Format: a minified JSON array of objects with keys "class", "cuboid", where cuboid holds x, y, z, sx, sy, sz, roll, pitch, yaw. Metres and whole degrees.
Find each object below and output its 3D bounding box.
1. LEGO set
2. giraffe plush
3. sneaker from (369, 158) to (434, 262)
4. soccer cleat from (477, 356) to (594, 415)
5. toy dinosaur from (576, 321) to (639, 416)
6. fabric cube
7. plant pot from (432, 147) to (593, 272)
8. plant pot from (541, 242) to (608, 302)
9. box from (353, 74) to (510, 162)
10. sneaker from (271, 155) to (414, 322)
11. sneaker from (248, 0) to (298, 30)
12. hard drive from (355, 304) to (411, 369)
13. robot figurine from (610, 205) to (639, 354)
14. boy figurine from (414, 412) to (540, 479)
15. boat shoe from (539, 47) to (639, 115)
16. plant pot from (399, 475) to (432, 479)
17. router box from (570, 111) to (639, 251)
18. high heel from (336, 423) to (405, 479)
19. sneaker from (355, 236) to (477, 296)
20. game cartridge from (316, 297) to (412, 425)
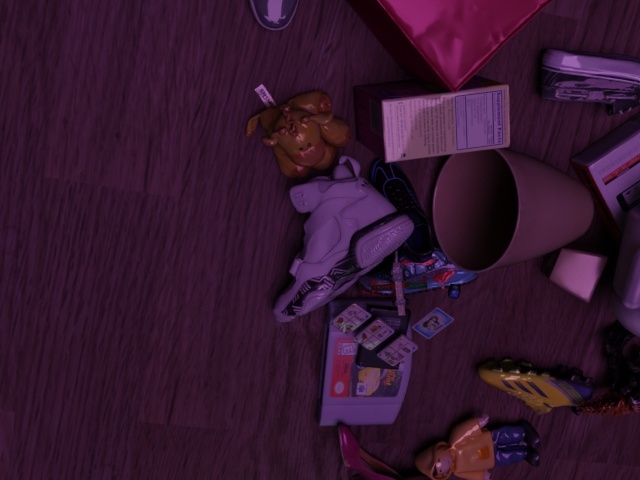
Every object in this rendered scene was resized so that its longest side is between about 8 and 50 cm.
[{"class":"LEGO set","cuboid":[0.164,0.135,1.689,0.182,0.060,0.244,35,123,-19]},{"class":"giraffe plush","cuboid":[-0.038,-0.205,1.575,0.210,0.170,0.181,37,97,-19]},{"class":"sneaker","cuboid":[0.170,-0.065,1.669,0.081,0.090,0.232,-24,87,-8]},{"class":"soccer cleat","cuboid":[0.488,0.341,1.892,0.289,0.093,0.121,11,102,-16]},{"class":"toy dinosaur","cuboid":[0.727,0.322,1.896,0.322,0.164,0.218,-35,129,-39]},{"class":"fabric cube","cuboid":[0.217,-0.457,1.506,0.259,0.258,0.254,-42,109,3]},{"class":"plant pot","cuboid":[0.413,-0.063,1.693,0.274,0.256,0.256,1,107,-31]},{"class":"plant pot","cuboid":[0.547,0.057,1.818,0.096,0.109,0.109,19,102,-3]},{"class":"box","cuboid":[0.207,-0.241,1.592,0.243,0.213,0.117,-8,109,-9]},{"class":"sneaker","cuboid":[0.000,0.000,1.665,0.366,0.137,0.210,-40,79,30]},{"class":"sneaker","cuboid":[-0.062,-0.519,1.470,0.124,0.178,0.295,1,107,-12]},{"class":"hard drive","cuboid":[0.133,0.207,1.762,0.094,0.022,0.135,7,105,-14]},{"class":"robot figurine","cuboid":[0.715,0.059,1.710,0.300,0.200,0.353,-7,111,-39]},{"class":"boy figurine","cuboid":[0.358,0.480,1.911,0.285,0.092,0.177,-5,109,-14]},{"class":"boat shoe","cuboid":[0.608,-0.318,1.717,0.335,0.121,0.119,8,113,-3]},{"class":"plant pot","cuboid":[0.236,0.696,1.848,0.263,0.229,0.263,-11,120,-21]},{"class":"router box","cuboid":[0.759,-0.140,1.807,0.335,0.082,0.301,-34,111,0]},{"class":"high heel","cuboid":[0.112,0.485,1.852,0.117,0.082,0.244,-17,119,3]},{"class":"sneaker","cuboid":[0.195,0.049,1.757,0.262,0.104,0.125,-9,89,-12]},{"class":"game cartridge","cuboid":[0.099,0.268,1.813,0.196,0.060,0.294,0,107,-16]}]
